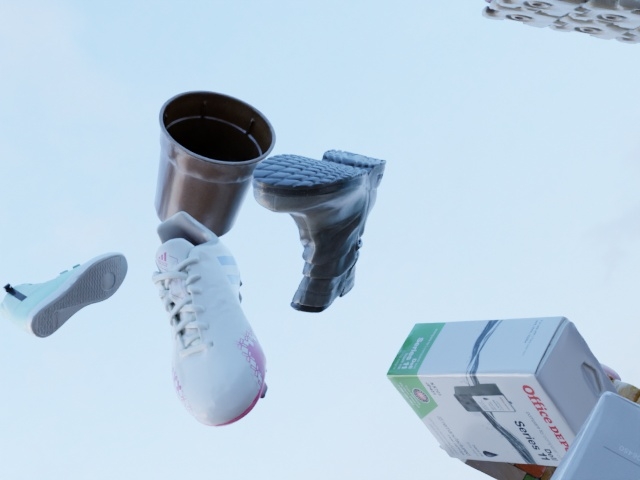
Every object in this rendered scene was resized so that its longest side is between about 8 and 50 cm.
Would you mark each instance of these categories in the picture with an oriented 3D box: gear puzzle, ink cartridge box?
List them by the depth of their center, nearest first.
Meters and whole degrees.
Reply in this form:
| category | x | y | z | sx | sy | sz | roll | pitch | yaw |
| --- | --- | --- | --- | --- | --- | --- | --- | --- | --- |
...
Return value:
| category | x | y | z | sx | sy | sz | roll | pitch | yaw |
| --- | --- | --- | --- | --- | --- | --- | --- | --- | --- |
| gear puzzle | 0.354 | -0.248 | 1.075 | 0.175 | 0.339 | 0.044 | -127 | 47 | -87 |
| ink cartridge box | 0.201 | 0.165 | 1.083 | 0.153 | 0.208 | 0.087 | 53 | -126 | -23 |

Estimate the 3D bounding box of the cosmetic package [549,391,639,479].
| category | x | y | z | sx | sy | sz | roll | pitch | yaw |
| --- | --- | --- | --- | --- | --- | --- | --- | --- | --- |
| cosmetic package | 0.095 | 0.195 | 0.395 | 0.238 | 0.107 | 0.127 | -57 | -17 | -22 |

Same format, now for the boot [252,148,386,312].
| category | x | y | z | sx | sy | sz | roll | pitch | yaw |
| --- | --- | --- | --- | --- | --- | --- | --- | --- | --- |
| boot | 0.000 | 0.000 | 0.971 | 0.246 | 0.083 | 0.161 | -17 | -60 | -67 |

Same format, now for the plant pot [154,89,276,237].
| category | x | y | z | sx | sy | sz | roll | pitch | yaw |
| --- | --- | --- | --- | --- | --- | --- | --- | --- | --- |
| plant pot | -0.165 | -0.100 | 1.432 | 0.167 | 0.167 | 0.165 | -20 | -36 | -39 |

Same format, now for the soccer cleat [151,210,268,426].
| category | x | y | z | sx | sy | sz | roll | pitch | yaw |
| --- | --- | --- | --- | --- | --- | --- | --- | --- | --- |
| soccer cleat | -0.150 | 0.084 | 1.181 | 0.116 | 0.331 | 0.143 | -30 | -59 | 5 |

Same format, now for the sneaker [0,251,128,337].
| category | x | y | z | sx | sy | sz | roll | pitch | yaw |
| --- | --- | --- | --- | --- | --- | --- | --- | --- | --- |
| sneaker | -0.511 | 0.085 | 1.961 | 0.256 | 0.151 | 0.094 | -38 | -50 | -38 |

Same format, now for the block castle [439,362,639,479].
| category | x | y | z | sx | sy | sz | roll | pitch | yaw |
| --- | --- | --- | --- | --- | --- | --- | --- | --- | --- |
| block castle | 0.285 | 0.365 | 1.194 | 0.213 | 0.303 | 0.453 | 31 | -94 | -31 |
